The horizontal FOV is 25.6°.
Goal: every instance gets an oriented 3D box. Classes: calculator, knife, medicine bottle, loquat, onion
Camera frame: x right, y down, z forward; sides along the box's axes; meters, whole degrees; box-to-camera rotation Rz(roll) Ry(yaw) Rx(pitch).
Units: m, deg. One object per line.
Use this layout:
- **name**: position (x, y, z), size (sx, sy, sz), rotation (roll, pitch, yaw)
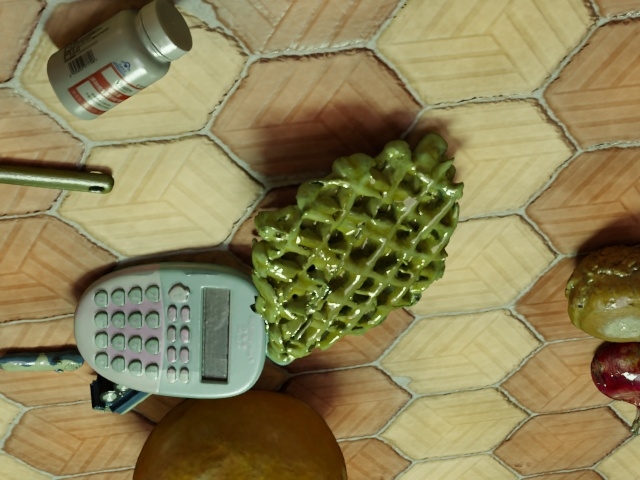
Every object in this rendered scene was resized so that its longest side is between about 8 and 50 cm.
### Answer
- **calculator**: position (-0.169, 0.116, 1.819), size (0.298, 0.041, 0.186), rotation (1, 109, -1)
- **knife**: position (-0.406, -0.069, 1.596), size (0.343, 0.027, 0.061), rotation (5, 146, -21)
- **medicine bottle**: position (-0.203, -0.187, 1.436), size (0.140, 0.079, 0.079), rotation (-27, 141, 22)
- **loquat**: position (-0.115, 0.365, 2.034), size (0.328, 0.328, 0.328), rotation (-7, 145, -5)
- **onion**: position (0.482, 0.226, 2.131), size (0.150, 0.140, 0.150), rotation (6, 153, 3)

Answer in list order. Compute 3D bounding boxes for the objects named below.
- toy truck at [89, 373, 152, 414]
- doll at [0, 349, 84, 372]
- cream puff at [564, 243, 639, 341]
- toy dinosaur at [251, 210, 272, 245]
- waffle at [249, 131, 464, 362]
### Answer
- **toy truck**: position (-0.244, 0.176, 1.936), size (0.088, 0.074, 0.201), rotation (25, 132, -39)
- **doll**: position (-0.385, 0.166, 1.928), size (0.125, 0.027, 0.037), rotation (-3, 151, -10)
- **cream puff**: position (0.407, 0.067, 1.911), size (0.150, 0.115, 0.165), rotation (-4, 154, 3)
- **toy dinosaur**: position (-0.001, 0.001, 1.769), size (0.212, 0.057, 0.142), rotation (-20, 151, 21)
- **waffle**: position (0.049, 0.014, 1.707), size (0.297, 0.073, 0.317), rotation (-26, 145, -20)
